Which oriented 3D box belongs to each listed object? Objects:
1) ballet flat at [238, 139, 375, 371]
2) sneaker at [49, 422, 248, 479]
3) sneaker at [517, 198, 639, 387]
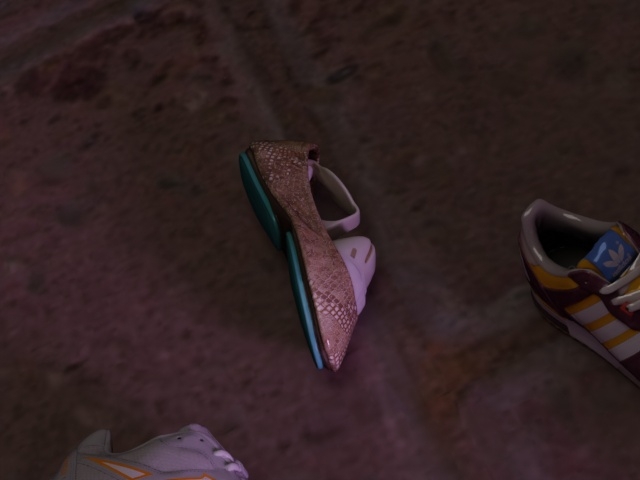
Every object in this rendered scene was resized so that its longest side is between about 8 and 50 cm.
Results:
[{"bbox_3d":[0.000,0.000,1.162,0.067,0.073,0.206,-14,50,-9],"label":"ballet flat"},{"bbox_3d":[-0.063,0.164,1.032,0.262,0.099,0.121,5,50,24],"label":"sneaker"},{"bbox_3d":[0.193,0.038,1.038,0.185,0.084,0.069,28,66,37],"label":"sneaker"}]
